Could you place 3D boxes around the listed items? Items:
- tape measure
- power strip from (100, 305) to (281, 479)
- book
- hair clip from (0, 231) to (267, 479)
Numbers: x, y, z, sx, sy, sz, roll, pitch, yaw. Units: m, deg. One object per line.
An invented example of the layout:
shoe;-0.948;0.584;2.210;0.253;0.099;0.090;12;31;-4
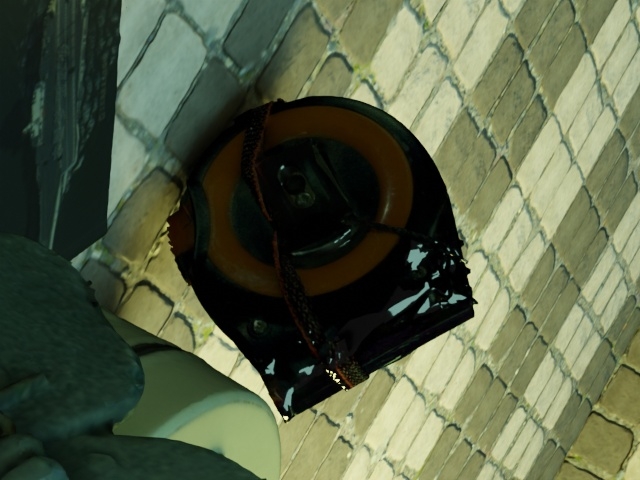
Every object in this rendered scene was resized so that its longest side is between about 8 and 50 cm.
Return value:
tape measure;0.000;0.000;1.358;0.202;0.223;0.135;-29;153;-4
power strip;-0.185;0.229;1.285;0.357;0.161;0.357;-47;154;-32
book;-0.239;-0.017;1.066;0.374;0.028;0.262;-41;152;-42
hair clip;-0.208;0.163;0.904;0.238;0.318;0.392;-60;157;12
